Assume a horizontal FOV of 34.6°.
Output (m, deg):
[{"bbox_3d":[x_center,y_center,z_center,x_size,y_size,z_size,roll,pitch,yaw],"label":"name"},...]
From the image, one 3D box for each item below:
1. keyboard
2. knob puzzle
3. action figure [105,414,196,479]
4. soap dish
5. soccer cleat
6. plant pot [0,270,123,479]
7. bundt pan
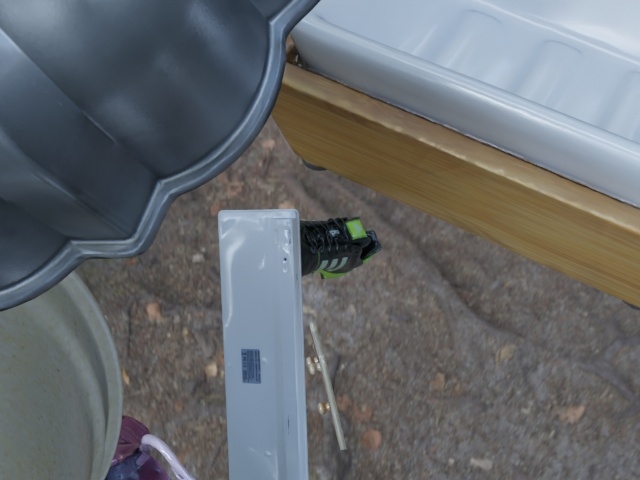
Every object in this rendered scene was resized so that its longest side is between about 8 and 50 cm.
[{"bbox_3d":[-0.047,0.102,0.839,0.072,0.014,0.256,0,94,27],"label":"keyboard"},{"bbox_3d":[-0.003,0.217,1.652,0.030,0.213,0.213,-14,60,-2],"label":"knob puzzle"},{"bbox_3d":[-0.332,0.334,1.625,0.276,0.370,0.248,-35,99,4],"label":"action figure"},{"bbox_3d":[0.135,-0.096,0.625,0.291,0.118,0.229,25,51,14],"label":"soap dish"},{"bbox_3d":[0.000,0.000,0.927,0.072,0.179,0.060,-27,76,18],"label":"soccer cleat"},{"bbox_3d":[-0.263,0.169,0.572,0.334,0.334,0.305,-15,23,-12],"label":"plant pot"},{"bbox_3d":[-0.166,-0.139,0.379,0.331,0.124,0.331,-1,81,9],"label":"bundt pan"}]
